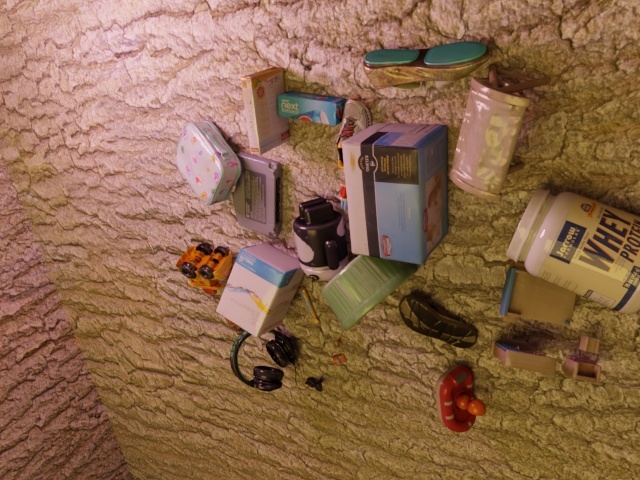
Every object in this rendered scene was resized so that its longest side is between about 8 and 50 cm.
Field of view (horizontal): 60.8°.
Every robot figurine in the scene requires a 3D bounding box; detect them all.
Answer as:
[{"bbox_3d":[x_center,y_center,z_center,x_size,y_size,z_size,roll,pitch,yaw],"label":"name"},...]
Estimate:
[{"bbox_3d":[-0.001,0.001,1.835,0.174,0.209,0.277,0,116,20],"label":"robot figurine"}]

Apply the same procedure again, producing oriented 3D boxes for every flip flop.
[{"bbox_3d":[0.386,0.262,1.796,0.277,0.080,0.112,23,123,3],"label":"flip flop"}]

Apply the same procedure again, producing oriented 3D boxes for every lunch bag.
[{"bbox_3d":[-0.399,-0.279,1.955,0.279,0.108,0.224,52,132,19],"label":"lunch bag"}]

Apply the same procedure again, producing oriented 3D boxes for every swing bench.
[{"bbox_3d":[0.426,-0.271,1.340,0.165,0.255,0.253,22,126,22],"label":"swing bench"}]

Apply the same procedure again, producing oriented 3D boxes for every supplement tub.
[{"bbox_3d":[0.660,0.017,1.359,0.325,0.235,0.235,25,127,20],"label":"supplement tub"}]

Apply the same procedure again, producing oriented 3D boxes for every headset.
[{"bbox_3d":[-0.173,0.508,2.208,0.394,0.243,0.185,35,165,-25],"label":"headset"}]

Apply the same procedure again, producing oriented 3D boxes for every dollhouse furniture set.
[{"bbox_3d":[0.657,0.222,1.594,0.287,0.198,0.303,10,90,5],"label":"dollhouse furniture set"}]

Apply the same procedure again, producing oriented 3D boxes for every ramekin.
[{"bbox_3d":[0.148,0.136,1.739,0.148,0.303,0.303,50,132,9],"label":"ramekin"}]

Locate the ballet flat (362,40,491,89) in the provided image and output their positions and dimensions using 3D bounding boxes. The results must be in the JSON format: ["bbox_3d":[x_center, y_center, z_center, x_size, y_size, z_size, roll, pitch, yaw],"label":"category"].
[{"bbox_3d":[0.280,-0.453,1.444,0.349,0.123,0.123,7,119,30],"label":"ballet flat"}]

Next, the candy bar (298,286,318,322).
[{"bbox_3d":[-0.050,0.249,2.113,0.040,0.018,0.161,-8,111,36],"label":"candy bar"}]

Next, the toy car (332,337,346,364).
[{"bbox_3d":[0.059,0.439,2.132,0.060,0.040,0.121,0,116,34],"label":"toy car"}]

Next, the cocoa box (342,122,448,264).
[{"bbox_3d":[0.225,-0.142,1.564,0.228,0.231,0.346,9,120,30],"label":"cocoa box"}]

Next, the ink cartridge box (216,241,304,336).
[{"bbox_3d":[-0.215,0.177,2.008,0.197,0.198,0.269,29,105,17],"label":"ink cartridge box"}]

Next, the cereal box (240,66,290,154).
[{"bbox_3d":[-0.169,-0.409,1.718,0.048,0.173,0.240,13,121,28],"label":"cereal box"}]

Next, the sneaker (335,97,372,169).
[{"bbox_3d":[0.097,-0.315,1.645,0.088,0.093,0.225,16,123,26],"label":"sneaker"}]

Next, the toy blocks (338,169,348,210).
[{"bbox_3d":[0.110,-0.150,1.742,0.123,0.054,0.148,33,131,36],"label":"toy blocks"}]

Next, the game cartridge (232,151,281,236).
[{"bbox_3d":[-0.232,-0.169,1.977,0.196,0.060,0.294,17,124,21],"label":"game cartridge"}]

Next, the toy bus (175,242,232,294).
[{"bbox_3d":[-0.452,0.138,2.250,0.221,0.149,0.211,5,131,29],"label":"toy bus"}]

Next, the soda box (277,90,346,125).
[{"bbox_3d":[-0.028,-0.412,1.690,0.210,0.067,0.071,16,123,27],"label":"soda box"}]

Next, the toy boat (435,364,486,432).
[{"bbox_3d":[0.483,0.542,1.819,0.151,0.151,0.230,19,128,48],"label":"toy boat"}]

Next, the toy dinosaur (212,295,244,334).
[{"bbox_3d":[-0.399,0.328,2.363,0.112,0.064,0.211,-26,99,42],"label":"toy dinosaur"}]
